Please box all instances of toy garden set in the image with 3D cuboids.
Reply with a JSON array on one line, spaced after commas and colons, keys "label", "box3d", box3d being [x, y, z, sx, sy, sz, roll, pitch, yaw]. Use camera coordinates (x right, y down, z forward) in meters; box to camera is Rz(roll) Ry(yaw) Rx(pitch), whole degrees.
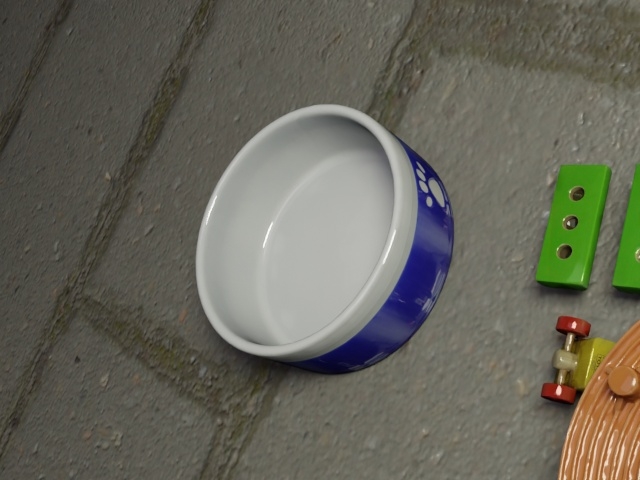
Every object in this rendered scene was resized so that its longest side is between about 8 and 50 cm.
[{"label": "toy garden set", "box3d": [0.289, 0.042, 0.684, 0.244, 0.049, 0.203, 4, 72, 41]}]

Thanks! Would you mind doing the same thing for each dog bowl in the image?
[{"label": "dog bowl", "box3d": [0.000, 0.000, 0.908, 0.265, 0.104, 0.265, -17, 61, 34]}]

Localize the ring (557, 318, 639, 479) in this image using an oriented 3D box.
[{"label": "ring", "box3d": [0.292, 0.157, 0.513, 0.336, 0.032, 0.336, -19, 59, 34]}]
